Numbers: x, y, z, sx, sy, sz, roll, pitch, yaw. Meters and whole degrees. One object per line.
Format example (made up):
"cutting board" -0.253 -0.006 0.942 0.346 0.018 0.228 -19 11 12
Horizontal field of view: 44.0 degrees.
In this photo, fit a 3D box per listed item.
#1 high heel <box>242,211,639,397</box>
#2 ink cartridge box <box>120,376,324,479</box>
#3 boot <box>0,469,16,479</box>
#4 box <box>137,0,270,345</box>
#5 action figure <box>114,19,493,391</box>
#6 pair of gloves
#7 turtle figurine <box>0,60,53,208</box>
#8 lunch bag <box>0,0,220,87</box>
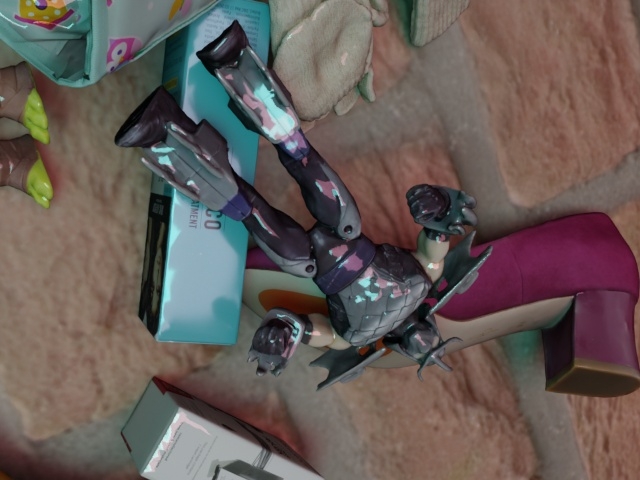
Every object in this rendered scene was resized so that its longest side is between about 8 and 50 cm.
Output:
"high heel" 0.109 0.021 0.705 0.377 0.127 0.181 16 55 -16
"ink cartridge box" -0.078 0.169 0.621 0.135 0.099 0.056 32 82 -22
"boot" -0.167 0.208 0.552 0.211 0.104 0.295 -11 105 3
"box" -0.090 -0.052 0.594 0.060 0.100 0.244 5 93 -21
"action figure" 0.000 0.000 0.527 0.185 0.099 0.285 -44 110 -1
"pair of gloves" 0.051 -0.194 0.589 0.240 0.042 0.204 -41 151 -24
"turtle figurine" -0.291 -0.039 0.511 0.217 0.087 0.270 -16 134 -30
"lunch bag" -0.122 -0.242 0.434 0.223 0.160 0.262 -53 127 -42
